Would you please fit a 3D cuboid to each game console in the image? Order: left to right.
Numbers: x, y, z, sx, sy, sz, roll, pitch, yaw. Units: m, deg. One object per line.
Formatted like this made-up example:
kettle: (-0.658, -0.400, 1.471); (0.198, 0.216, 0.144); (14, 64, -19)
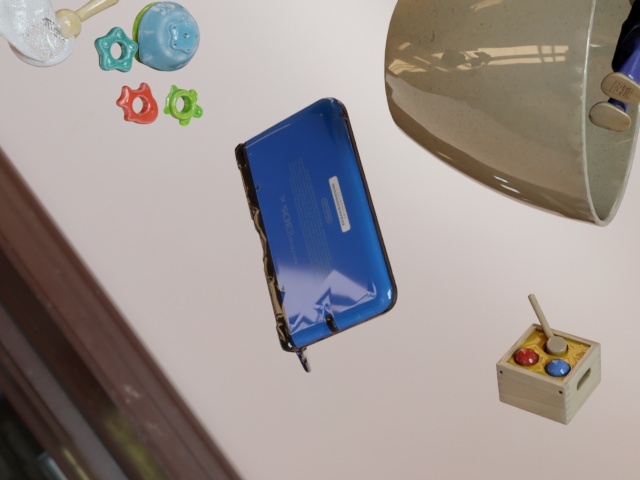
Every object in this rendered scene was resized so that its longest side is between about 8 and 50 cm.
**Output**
game console: (0.000, 0.000, 1.397); (0.250, 0.293, 0.173); (-25, 159, 29)

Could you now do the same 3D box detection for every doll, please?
doll: (0.311, -0.195, 1.027); (0.129, 0.046, 0.189); (100, 13, -51)

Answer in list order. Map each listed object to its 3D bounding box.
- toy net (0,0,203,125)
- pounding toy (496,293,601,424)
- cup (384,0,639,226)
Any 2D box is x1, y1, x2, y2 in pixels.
toy net: (-0.207, -0.174, 0.963); (0.232, 0.122, 0.045); (4, -175, -41)
pounding toy: (0.329, 0.168, 1.520); (0.130, 0.100, 0.141); (16, -139, 36)
cup: (0.207, -0.189, 1.138); (0.236, 0.331, 0.331); (6, -161, 25)
